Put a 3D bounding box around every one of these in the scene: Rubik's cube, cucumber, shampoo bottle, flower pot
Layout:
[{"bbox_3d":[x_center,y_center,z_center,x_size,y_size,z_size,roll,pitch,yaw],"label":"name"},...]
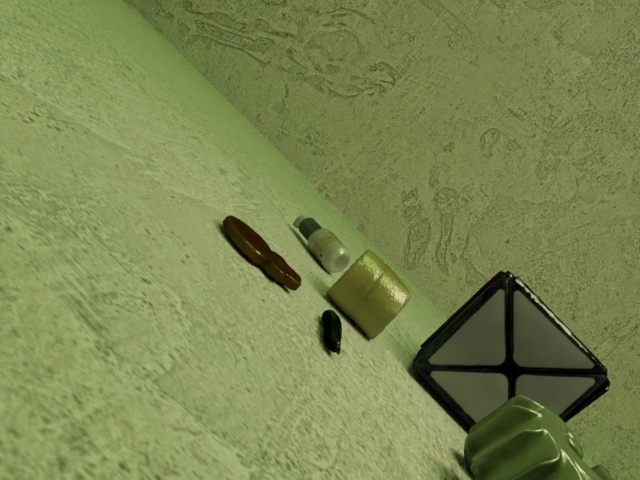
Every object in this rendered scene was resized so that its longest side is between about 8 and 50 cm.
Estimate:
[{"bbox_3d":[0.418,0.272,1.618,0.310,0.307,0.305,47,5,9],"label":"Rubik's cube"},{"bbox_3d":[0.020,0.147,1.207,0.033,0.036,0.184,34,7,-6],"label":"cucumber"},{"bbox_3d":[0.000,0.000,1.774,0.074,0.074,0.192,37,10,-47],"label":"shampoo bottle"},{"bbox_3d":[0.378,0.409,1.082,0.367,0.164,0.254,41,20,-28],"label":"flower pot"}]

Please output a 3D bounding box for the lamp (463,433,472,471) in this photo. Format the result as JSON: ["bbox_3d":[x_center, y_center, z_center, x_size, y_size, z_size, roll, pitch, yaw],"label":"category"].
[{"bbox_3d":[0.298,0.366,1.243,0.105,0.105,0.105,44,7,-7],"label":"lamp"}]

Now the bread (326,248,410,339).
[{"bbox_3d":[0.105,0.111,1.498,0.141,0.134,0.148,44,20,4],"label":"bread"}]

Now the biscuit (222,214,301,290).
[{"bbox_3d":[-0.104,0.024,1.253,0.175,0.026,0.124,43,8,-8],"label":"biscuit"}]
